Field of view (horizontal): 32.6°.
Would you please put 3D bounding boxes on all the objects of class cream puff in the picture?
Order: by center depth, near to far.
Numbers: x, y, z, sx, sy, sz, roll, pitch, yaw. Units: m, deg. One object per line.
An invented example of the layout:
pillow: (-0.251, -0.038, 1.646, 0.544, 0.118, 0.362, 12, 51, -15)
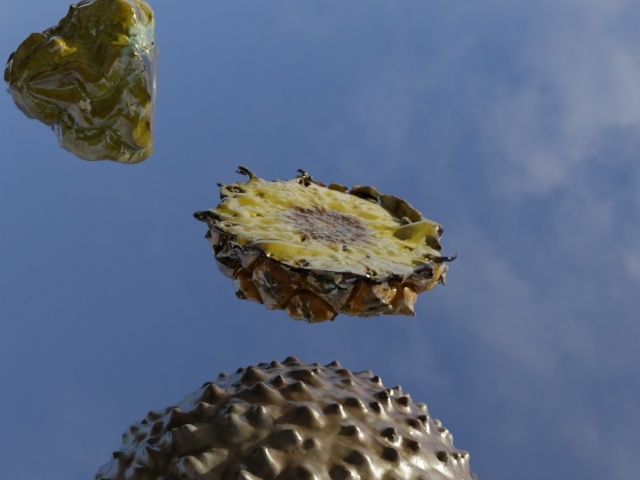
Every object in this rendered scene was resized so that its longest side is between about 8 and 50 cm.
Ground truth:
cream puff: (-0.186, -0.128, 0.871, 0.116, 0.146, 0.146, -1, -144, -8)

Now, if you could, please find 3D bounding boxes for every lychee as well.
lychee: (-0.009, 0.215, 0.672, 0.300, 0.300, 0.300, -18, -143, 14)

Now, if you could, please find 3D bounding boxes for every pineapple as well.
pineapple: (0.000, 0.000, 0.865, 0.221, 0.047, 0.221, 9, -154, -4)
